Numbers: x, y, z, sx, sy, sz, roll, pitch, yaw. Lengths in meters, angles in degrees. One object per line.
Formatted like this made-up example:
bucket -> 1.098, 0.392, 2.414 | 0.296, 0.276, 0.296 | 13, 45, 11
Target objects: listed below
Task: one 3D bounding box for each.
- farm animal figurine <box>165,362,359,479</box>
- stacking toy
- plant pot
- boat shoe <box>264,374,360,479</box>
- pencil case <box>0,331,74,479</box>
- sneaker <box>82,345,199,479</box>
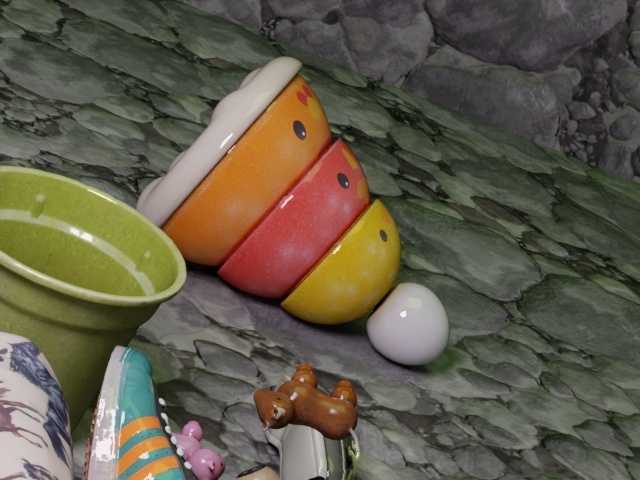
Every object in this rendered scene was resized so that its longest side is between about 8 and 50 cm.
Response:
farm animal figurine -> -0.064, 0.308, 1.914 | 0.326, 0.330, 0.172 | 50, 14, -13
stacking toy -> 0.000, 0.000, 2.663 | 0.480, 0.350, 0.350 | 41, 21, -4
plant pot -> -0.325, 0.093, 2.069 | 0.276, 0.254, 0.276 | 22, 22, -10
boat shoe -> 0.000, 0.249, 2.229 | 0.091, 0.109, 0.305 | 20, 12, -14
pencil case -> -0.332, 0.247, 1.803 | 0.160, 0.183, 0.410 | 53, 8, -26
sneaker -> -0.175, 0.239, 1.832 | 0.121, 0.108, 0.302 | 9, 48, -10
